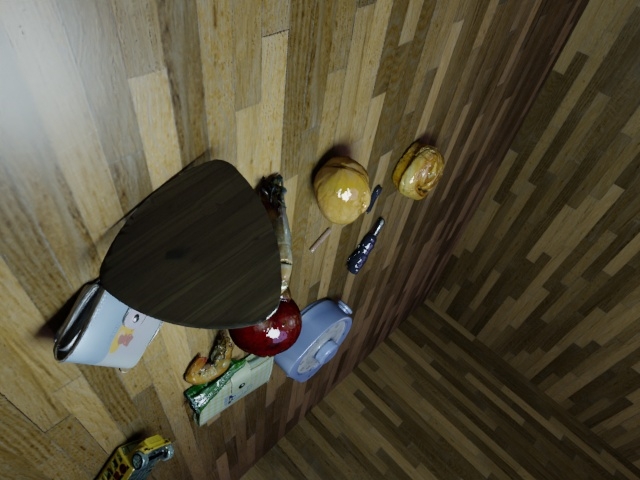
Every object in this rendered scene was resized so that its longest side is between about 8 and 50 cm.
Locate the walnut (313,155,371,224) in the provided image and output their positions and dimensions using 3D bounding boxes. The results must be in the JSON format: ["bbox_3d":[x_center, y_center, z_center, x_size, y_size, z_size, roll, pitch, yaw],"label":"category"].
[{"bbox_3d":[0.059,-0.132,1.178,0.159,0.159,0.207,-41,150,-20],"label":"walnut"}]

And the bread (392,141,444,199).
[{"bbox_3d":[0.353,-0.243,1.565,0.198,0.120,0.236,-56,155,11],"label":"bread"}]

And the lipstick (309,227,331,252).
[{"bbox_3d":[0.000,0.000,1.428,0.094,0.019,0.019,-49,156,-3],"label":"lipstick"}]

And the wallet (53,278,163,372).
[{"bbox_3d":[-0.420,0.176,0.892,0.170,0.069,0.231,-63,163,-16],"label":"wallet"}]

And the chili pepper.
[{"bbox_3d":[-0.335,0.467,1.450,0.226,0.088,0.059,-34,-174,-32],"label":"chili pepper"}]

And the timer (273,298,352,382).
[{"bbox_3d":[-0.010,0.413,1.829,0.395,0.173,0.395,-38,153,-24],"label":"timer"}]

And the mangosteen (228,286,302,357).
[{"bbox_3d":[-0.156,0.201,1.258,0.215,0.215,0.258,10,82,-63],"label":"mangosteen"}]

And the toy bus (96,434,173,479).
[{"bbox_3d":[-0.586,0.713,1.316,0.336,0.123,0.121,-55,154,10],"label":"toy bus"}]

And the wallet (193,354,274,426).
[{"bbox_3d":[-0.312,0.526,1.597,0.309,0.077,0.223,-25,147,-40],"label":"wallet"}]

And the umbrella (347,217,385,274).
[{"bbox_3d":[0.178,0.019,1.725,0.248,0.071,0.071,-60,155,13],"label":"umbrella"}]

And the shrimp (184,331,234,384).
[{"bbox_3d":[-0.329,0.364,1.337,0.150,0.068,0.249,-10,140,-48],"label":"shrimp"}]

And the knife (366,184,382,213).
[{"bbox_3d":[0.186,-0.143,1.546,0.031,0.018,0.121,-24,147,-42],"label":"knife"}]

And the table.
[{"bbox_3d":[-0.206,0.064,0.881,0.317,0.317,0.249,-43,170,-14],"label":"table"}]

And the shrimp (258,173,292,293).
[{"bbox_3d":[-0.128,-0.003,1.035,0.075,0.290,0.178,-3,170,-41],"label":"shrimp"}]
